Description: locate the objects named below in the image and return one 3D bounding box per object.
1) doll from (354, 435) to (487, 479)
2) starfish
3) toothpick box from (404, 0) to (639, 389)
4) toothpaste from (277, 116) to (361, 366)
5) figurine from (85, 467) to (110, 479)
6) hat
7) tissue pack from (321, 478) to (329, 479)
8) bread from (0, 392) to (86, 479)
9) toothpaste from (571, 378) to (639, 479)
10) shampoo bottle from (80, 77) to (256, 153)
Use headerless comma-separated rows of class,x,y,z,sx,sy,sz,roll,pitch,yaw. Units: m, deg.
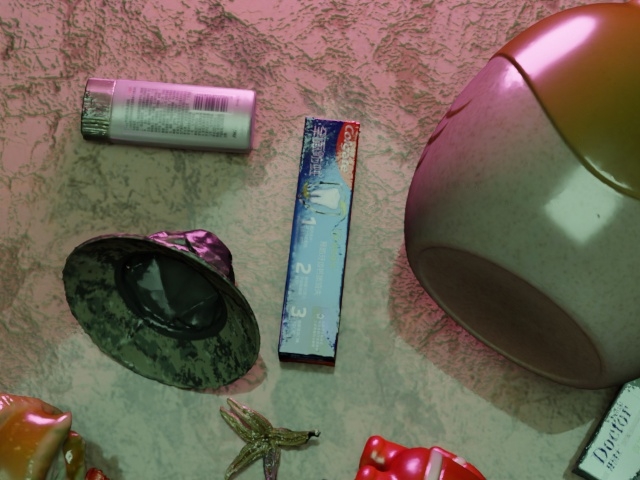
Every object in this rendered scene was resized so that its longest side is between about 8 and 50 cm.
doll,0.202,0.337,1.843,0.337,0.200,0.105,21,113,1
starfish,-0.060,0.257,1.917,0.130,0.041,0.133,-10,82,6
toothpick box,0.342,-0.069,1.819,0.409,0.409,0.425,34,72,8
toothpaste,-0.001,0.000,1.975,0.076,0.066,0.320,6,75,2
figurine,-0.263,0.338,1.864,0.234,0.127,0.185,-20,68,5
hat,-0.179,0.056,1.914,0.266,0.265,0.128,23,45,6
tissue pack,0.067,0.433,1.851,0.257,0.081,0.185,29,76,6
bread,-0.459,0.302,1.770,0.341,0.210,0.300,11,79,37
toothpaste,0.435,0.168,1.929,0.081,0.067,0.336,31,78,7
shampoo bottle,-0.201,-0.166,2.022,0.228,0.056,0.086,4,74,1
